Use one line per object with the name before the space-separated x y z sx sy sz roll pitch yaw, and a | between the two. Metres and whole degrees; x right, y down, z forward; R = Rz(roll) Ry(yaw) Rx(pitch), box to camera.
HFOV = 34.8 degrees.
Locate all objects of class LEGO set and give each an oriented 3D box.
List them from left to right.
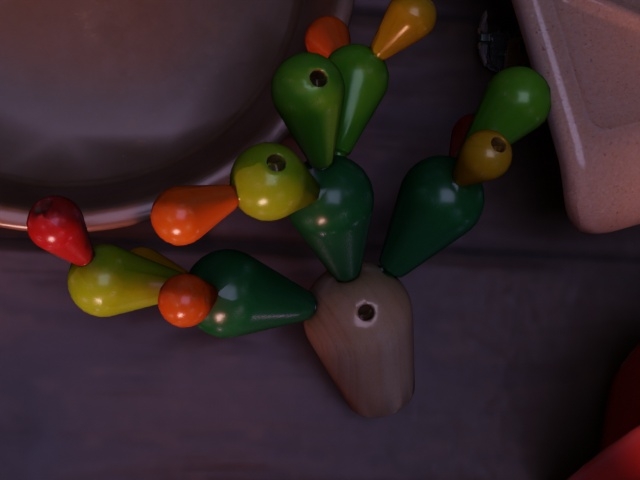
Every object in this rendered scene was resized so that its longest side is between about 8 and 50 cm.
LEGO set | 0.109 -0.086 0.527 0.054 0.023 0.083 -32 103 -9

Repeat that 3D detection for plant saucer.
plant saucer | -0.120 -0.140 0.481 0.277 0.041 0.278 1 83 -9

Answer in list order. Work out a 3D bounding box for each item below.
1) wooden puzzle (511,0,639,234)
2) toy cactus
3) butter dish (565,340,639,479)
wooden puzzle | 0.211 -0.204 0.518 0.322 0.080 0.348 -15 92 -17
toy cactus | 0.000 0.000 0.445 0.219 0.112 0.181 -30 127 -19
butter dish | 0.205 0.070 0.476 0.160 0.160 0.118 11 59 -8
